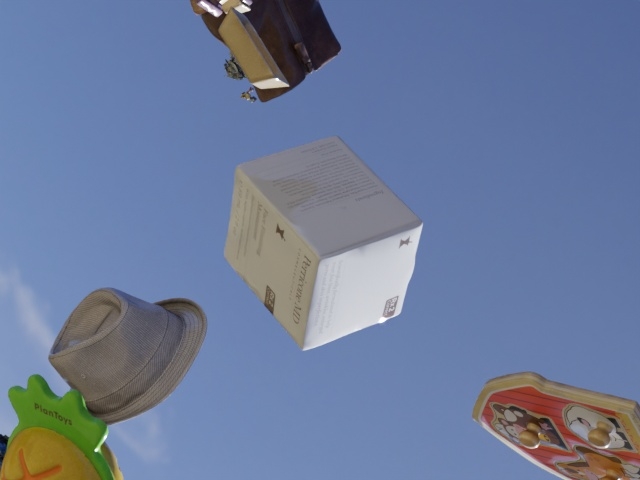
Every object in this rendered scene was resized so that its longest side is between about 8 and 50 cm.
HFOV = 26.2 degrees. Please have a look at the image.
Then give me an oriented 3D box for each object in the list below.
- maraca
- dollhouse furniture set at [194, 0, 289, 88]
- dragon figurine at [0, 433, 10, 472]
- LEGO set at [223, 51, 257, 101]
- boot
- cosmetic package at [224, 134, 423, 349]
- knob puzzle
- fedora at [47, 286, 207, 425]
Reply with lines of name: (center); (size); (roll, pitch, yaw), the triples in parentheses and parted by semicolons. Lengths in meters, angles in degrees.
maraca: (-0.225, 0.201, 1.196); (0.127, 0.099, 0.186); (15, -59, 24)
dollhouse furniture set: (-0.032, -0.169, 1.008); (0.081, 0.091, 0.114); (-35, -106, 12)
dragon figurine: (-0.448, 0.198, 1.627); (0.289, 0.144, 0.085); (67, -13, -18)
LEGO set: (-0.113, -0.219, 1.859); (0.054, 0.023, 0.083); (11, -47, 57)
boot: (-0.034, -0.307, 1.591); (0.207, 0.248, 0.090); (55, -19, -21)
cosmetic package: (0.000, 0.000, 1.635); (0.184, 0.151, 0.151); (48, -37, 36)
knob puzzle: (0.212, 0.179, 1.203); (0.213, 0.030, 0.213); (26, -25, 13)
fedora: (-0.313, 0.155, 2.079); (0.124, 0.244, 0.275); (45, -30, -27)
